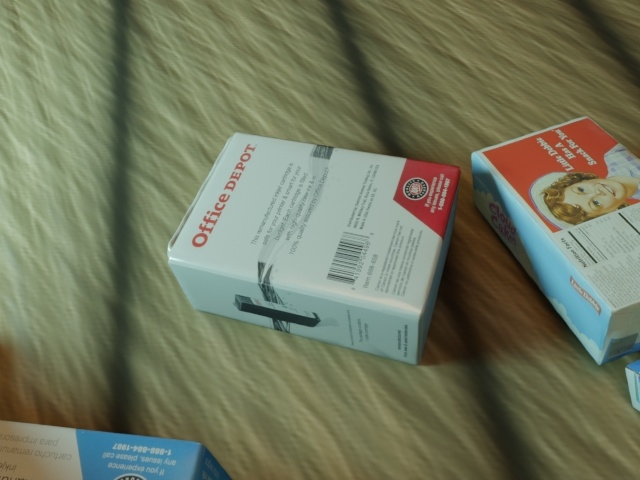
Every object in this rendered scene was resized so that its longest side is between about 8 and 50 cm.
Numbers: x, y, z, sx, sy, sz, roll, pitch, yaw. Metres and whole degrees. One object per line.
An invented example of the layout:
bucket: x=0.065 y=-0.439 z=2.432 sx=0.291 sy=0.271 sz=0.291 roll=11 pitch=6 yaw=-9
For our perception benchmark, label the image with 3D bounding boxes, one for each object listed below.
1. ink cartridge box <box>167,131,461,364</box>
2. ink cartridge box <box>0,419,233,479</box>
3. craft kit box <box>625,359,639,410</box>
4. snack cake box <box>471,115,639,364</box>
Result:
ink cartridge box: x=0.000 y=0.000 z=0.707 sx=0.273 sy=0.114 sz=0.197 roll=12 pitch=56 yaw=15
ink cartridge box: x=-0.214 y=0.313 z=0.483 sx=0.223 sy=0.129 sz=0.307 roll=3 pitch=54 yaw=10
craft kit box: x=0.441 y=0.127 z=0.516 sx=0.250 sy=0.061 sz=0.246 roll=-21 pitch=16 yaw=-9
snack cake box: x=0.291 y=-0.014 z=0.677 sx=0.152 sy=0.089 sz=0.264 roll=-19 pitch=44 yaw=-5
